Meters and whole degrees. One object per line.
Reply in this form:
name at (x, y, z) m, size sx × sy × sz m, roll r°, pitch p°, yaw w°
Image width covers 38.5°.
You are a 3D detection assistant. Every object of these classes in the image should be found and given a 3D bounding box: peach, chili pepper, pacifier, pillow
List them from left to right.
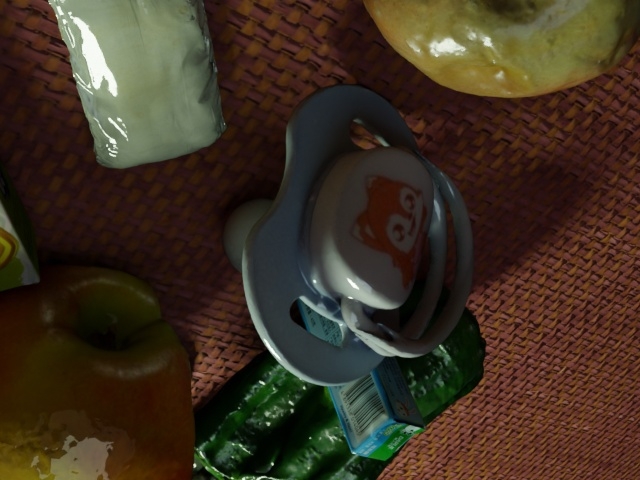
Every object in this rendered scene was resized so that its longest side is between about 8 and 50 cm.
peach at (-0.314, 0.230, 0.961) m, size 0.306 × 0.242 × 0.380 m, roll 5°, pitch 132°, yaw -31°
pillow at (-0.155, -0.157, 0.793) m, size 0.128 × 0.051 × 0.229 m, roll -20°, pitch 139°, yaw -13°
pacifier at (0.000, 0.000, 0.920) m, size 0.233 × 0.299 × 0.244 m, roll -1°, pitch 151°, yaw 42°
chili pepper at (0.017, 0.176, 1.086) m, size 0.385 × 0.213 × 0.167 m, roll -31°, pitch 117°, yaw -5°
peach at (0.147, -0.224, 0.756) m, size 0.236 × 0.214 × 0.214 m, roll -6°, pitch 138°, yaw 8°

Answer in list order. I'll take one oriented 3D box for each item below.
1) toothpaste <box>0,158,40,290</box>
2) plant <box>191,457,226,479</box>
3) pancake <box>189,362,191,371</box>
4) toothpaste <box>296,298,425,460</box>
toothpaste at (-0.344, -0.077, 0.778) m, size 0.110 × 0.077 × 0.327 m, roll -17°, pitch 138°, yaw -8°
plant at (-0.178, 0.324, 1.213) m, size 0.194 × 0.132 × 0.129 m, roll -36°, pitch 133°, yaw 16°
pancake at (-0.230, 0.175, 1.120) m, size 0.152 × 0.025 × 0.151 m, roll -12°, pitch 136°, yaw -12°
toothpaste at (0.031, 0.104, 0.975) m, size 0.050 × 0.266 × 0.065 m, roll 22°, pitch 122°, yaw -37°
